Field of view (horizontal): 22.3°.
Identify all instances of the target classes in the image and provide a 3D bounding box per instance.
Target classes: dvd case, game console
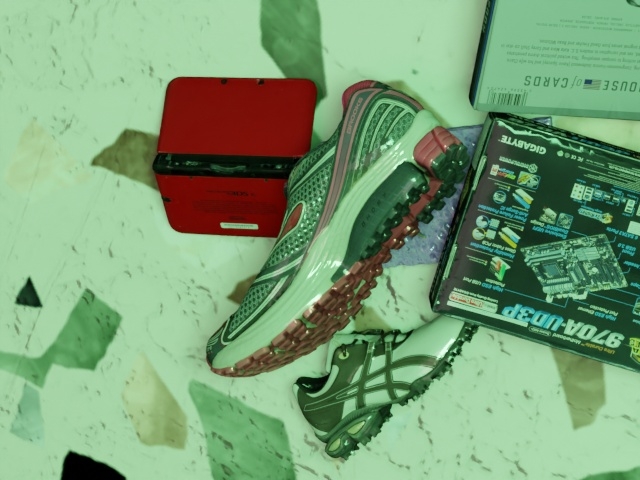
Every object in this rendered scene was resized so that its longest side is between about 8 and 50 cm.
[{"bbox_3d":[0.224,-0.207,1.282,0.179,0.029,0.239,3,122,-10],"label":"dvd case"},{"bbox_3d":[-0.070,-0.074,1.474,0.144,0.085,0.124,3,133,16],"label":"game console"}]

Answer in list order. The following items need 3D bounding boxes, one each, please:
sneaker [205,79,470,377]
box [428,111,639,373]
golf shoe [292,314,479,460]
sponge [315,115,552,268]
[{"bbox_3d":[0.000,0.000,1.389,0.112,0.121,0.299,45,108,19],"label":"sneaker"},{"bbox_3d":[0.220,0.005,1.360,0.220,0.051,0.175,16,104,-2],"label":"box"},{"bbox_3d":[0.055,0.107,1.442,0.198,0.077,0.094,-43,87,18],"label":"golf shoe"},{"bbox_3d":[0.104,-0.039,1.421,0.210,0.031,0.117,-5,101,16],"label":"sponge"}]
